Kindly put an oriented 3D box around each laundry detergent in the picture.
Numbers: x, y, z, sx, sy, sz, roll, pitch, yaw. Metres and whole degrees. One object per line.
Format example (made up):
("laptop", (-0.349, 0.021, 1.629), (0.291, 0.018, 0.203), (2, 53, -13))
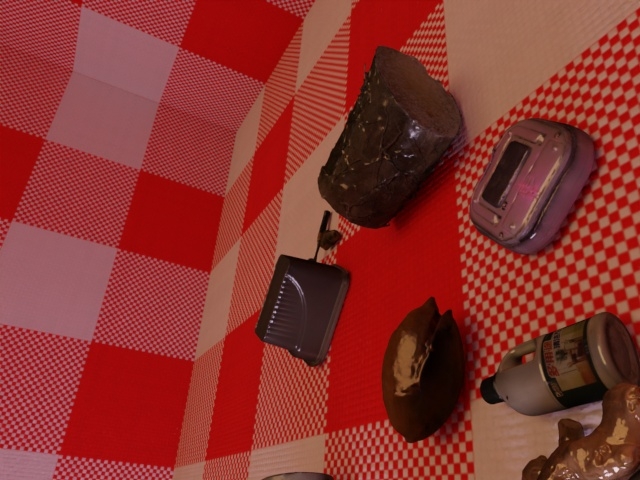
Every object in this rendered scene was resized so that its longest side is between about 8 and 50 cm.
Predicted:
("laundry detergent", (0.301, 0.177, 0.699), (0.225, 0.070, 0.099), (-44, 44, 51))

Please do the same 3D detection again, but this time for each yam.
("yam", (0.139, -0.205, 1.148), (0.241, 0.240, 0.348), (-97, 28, -45))

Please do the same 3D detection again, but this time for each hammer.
("hammer", (0.000, 0.000, 1.563), (0.078, 0.021, 0.201), (65, -145, -57))

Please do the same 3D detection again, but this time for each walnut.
("walnut", (0.172, 0.217, 0.886), (0.137, 0.137, 0.246), (-174, 92, -67))

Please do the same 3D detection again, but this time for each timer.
("timer", (0.325, -0.090, 0.838), (0.191, 0.069, 0.209), (-125, 54, -66))

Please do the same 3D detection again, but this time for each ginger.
("ginger", (0.291, 0.261, 0.613), (0.149, 0.065, 0.259), (-44, -25, -74))

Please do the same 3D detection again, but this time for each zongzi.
("zongzi", (0.035, -0.021, 1.520), (0.076, 0.040, 0.083), (-41, 20, 42))

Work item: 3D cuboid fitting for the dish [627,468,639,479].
("dish", (0.340, 0.306, 0.489), (0.228, 0.086, 0.236), (-60, 25, 28))

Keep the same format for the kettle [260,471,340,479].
("kettle", (-0.023, 0.608, 1.050), (0.240, 0.165, 0.256), (-25, 46, 24))

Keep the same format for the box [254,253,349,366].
("box", (-0.054, 0.178, 1.386), (0.138, 0.178, 0.275), (22, 94, 68))
